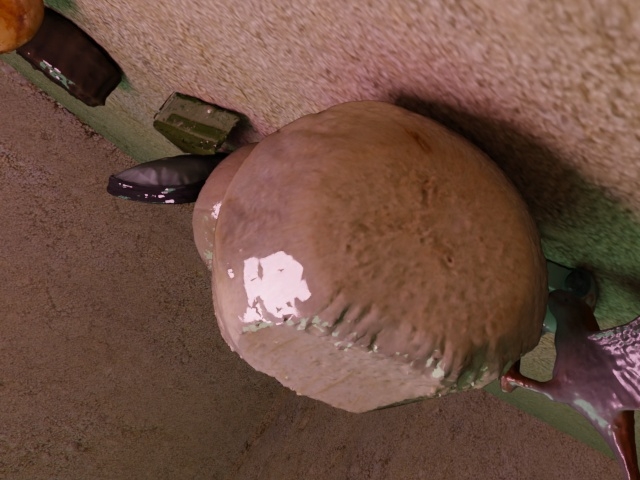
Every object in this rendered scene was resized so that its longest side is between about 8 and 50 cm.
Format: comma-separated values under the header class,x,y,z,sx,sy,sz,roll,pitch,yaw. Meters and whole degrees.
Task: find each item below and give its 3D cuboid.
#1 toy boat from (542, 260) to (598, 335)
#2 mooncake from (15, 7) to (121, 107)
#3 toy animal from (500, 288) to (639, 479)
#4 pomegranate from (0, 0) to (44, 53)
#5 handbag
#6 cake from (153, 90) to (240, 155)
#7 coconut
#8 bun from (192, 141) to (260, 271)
class,x,y,z,sx,sy,sz,roll,pitch,yaw
toy boat,0.341,0.090,0.738,0.134,0.078,0.207,24,165,31
mooncake,-0.590,-0.415,1.136,0.228,0.124,0.228,32,171,6
toy animal,0.359,0.214,0.580,0.302,0.284,0.225,11,164,23
pomegranate,-0.609,-0.434,0.839,0.248,0.248,0.248,33,169,7
handbag,-0.276,-0.141,1.028,0.192,0.074,0.332,7,-159,17
cake,-0.233,-0.221,0.991,0.235,0.100,0.099,26,169,38
coconut,0.056,0.034,0.608,0.416,0.344,0.415,31,166,9
bun,-0.093,-0.054,0.953,0.205,0.281,0.281,20,165,22
